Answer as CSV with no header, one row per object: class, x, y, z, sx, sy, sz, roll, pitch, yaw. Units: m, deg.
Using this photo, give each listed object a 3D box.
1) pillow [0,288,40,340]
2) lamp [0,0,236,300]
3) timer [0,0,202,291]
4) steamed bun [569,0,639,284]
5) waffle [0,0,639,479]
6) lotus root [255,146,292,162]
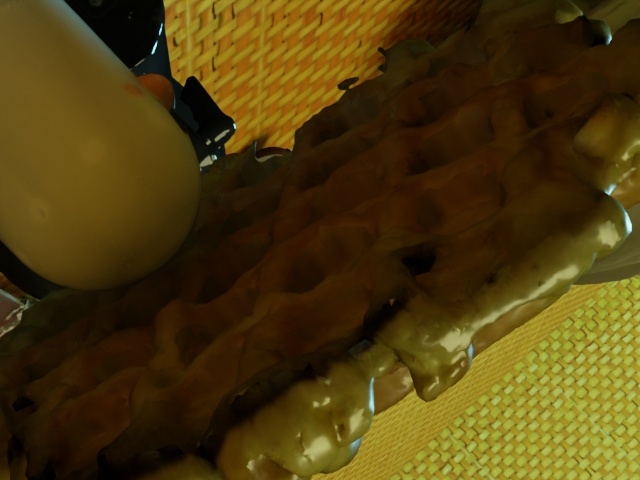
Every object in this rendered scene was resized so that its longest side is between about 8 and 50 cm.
pillow,-0.238,0.075,1.054,0.126,0.043,0.232,-43,164,4
lamp,-0.114,-0.065,0.796,0.147,0.172,0.227,-39,164,-15
timer,-0.187,-0.031,0.568,0.233,0.240,0.233,-41,164,-15
steamed bun,0.260,-0.104,1.362,0.342,0.255,0.368,-43,178,10
waffle,-0.008,0.006,0.597,0.301,0.058,0.281,-36,-159,-8
lotus root,-0.057,-0.044,1.230,0.083,0.030,0.037,-40,-165,-5
